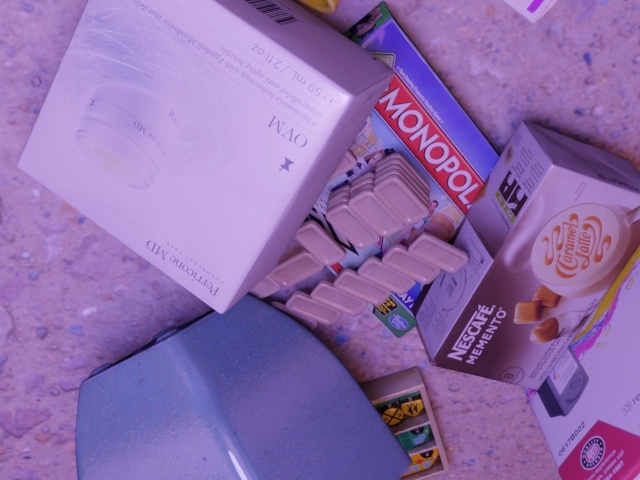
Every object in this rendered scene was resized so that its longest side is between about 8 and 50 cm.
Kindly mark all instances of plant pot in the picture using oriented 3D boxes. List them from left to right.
[{"bbox_3d":[-0.102,0.204,0.967,0.247,0.247,0.252,-27,90,32],"label":"plant pot"}]

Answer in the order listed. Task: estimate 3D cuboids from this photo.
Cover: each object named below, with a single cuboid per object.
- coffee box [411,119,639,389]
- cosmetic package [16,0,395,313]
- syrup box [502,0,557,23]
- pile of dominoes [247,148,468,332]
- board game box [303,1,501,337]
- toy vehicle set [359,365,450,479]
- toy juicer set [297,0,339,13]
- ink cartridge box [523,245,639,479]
[{"bbox_3d":[0.213,0.021,0.955,0.141,0.098,0.247,17,119,-20],"label":"coffee box"},{"bbox_3d":[-0.099,-0.102,0.797,0.224,0.138,0.225,35,116,6],"label":"cosmetic package"},{"bbox_3d":[0.114,-0.293,0.787,0.236,0.093,0.096,29,114,-26],"label":"syrup box"},{"bbox_3d":[0.000,0.000,0.952,0.251,0.040,0.196,-27,126,31],"label":"pile of dominoes"},{"bbox_3d":[0.073,-0.057,0.967,0.213,0.046,0.317,-36,122,15],"label":"board game box"},{"bbox_3d":[0.018,0.266,1.177,0.266,0.035,0.166,-19,124,3],"label":"toy vehicle set"},{"bbox_3d":[-0.071,-0.283,0.690,0.329,0.209,0.090,36,84,-28],"label":"toy juicer set"},{"bbox_3d":[0.328,0.123,0.973,0.131,0.306,0.226,20,117,-21],"label":"ink cartridge box"}]
